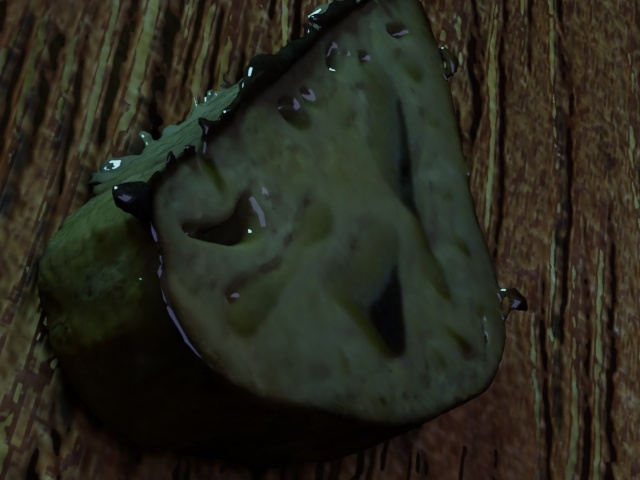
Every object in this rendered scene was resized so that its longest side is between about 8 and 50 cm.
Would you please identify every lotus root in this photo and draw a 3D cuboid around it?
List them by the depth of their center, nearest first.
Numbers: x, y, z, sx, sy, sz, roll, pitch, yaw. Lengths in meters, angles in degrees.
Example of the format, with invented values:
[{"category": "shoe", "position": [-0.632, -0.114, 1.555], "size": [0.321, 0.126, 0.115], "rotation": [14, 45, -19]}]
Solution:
[{"category": "lotus root", "position": [0.000, 0.000, 0.764], "size": [0.170, 0.074, 0.260], "rotation": [56, 37, -1]}]
